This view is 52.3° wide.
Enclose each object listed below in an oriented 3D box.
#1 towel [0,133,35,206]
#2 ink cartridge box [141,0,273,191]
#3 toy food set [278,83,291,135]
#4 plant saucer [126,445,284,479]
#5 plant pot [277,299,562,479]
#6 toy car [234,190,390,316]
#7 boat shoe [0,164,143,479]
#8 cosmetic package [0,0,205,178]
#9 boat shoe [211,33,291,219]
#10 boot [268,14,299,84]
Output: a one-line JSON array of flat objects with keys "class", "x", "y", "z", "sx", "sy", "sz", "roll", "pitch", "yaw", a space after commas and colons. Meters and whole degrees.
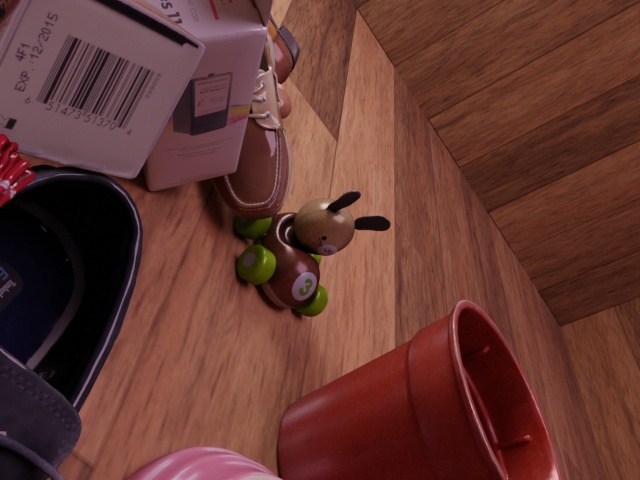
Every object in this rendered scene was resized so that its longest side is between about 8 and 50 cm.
[{"class": "towel", "x": -0.278, "y": 0.036, "z": 0.297, "sx": 0.275, "sy": 0.199, "sz": 0.031, "roll": -75, "pitch": 148, "yaw": -58}, {"class": "ink cartridge box", "x": -0.151, "y": -0.225, "z": 0.676, "sx": 0.353, "sy": 0.119, "sz": 0.207, "roll": 120, "pitch": -47, "yaw": -64}, {"class": "toy food set", "x": -0.097, "y": -0.184, "z": 0.989, "sx": 0.128, "sy": 0.071, "sz": 0.218, "roll": 23, "pitch": 61, "yaw": -36}, {"class": "plant saucer", "x": -0.062, "y": 0.339, "z": 0.564, "sx": 0.332, "sy": 0.084, "sz": 0.332, "roll": 47, "pitch": 28, "yaw": -34}, {"class": "plant pot", "x": 0.110, "y": 0.247, "z": 0.789, "sx": 0.272, "sy": 0.265, "sz": 0.272, "roll": 45, "pitch": 30, "yaw": -35}, {"class": "toy car", "x": 0.000, "y": 0.000, "z": 0.917, "sx": 0.155, "sy": 0.188, "sz": 0.149, "roll": 37, "pitch": 34, "yaw": -45}, {"class": "boat shoe", "x": -0.237, "y": 0.107, "z": 0.363, "sx": 0.187, "sy": 0.156, "sz": 0.500, "roll": 54, "pitch": 26, "yaw": -25}, {"class": "cosmetic package", "x": -0.249, "y": -0.190, "z": 0.519, "sx": 0.296, "sy": 0.129, "sz": 0.153, "roll": 40, "pitch": 16, "yaw": 28}, {"class": "boat shoe", "x": -0.110, "y": -0.187, "z": 0.890, "sx": 0.116, "sy": 0.123, "sz": 0.324, "roll": 84, "pitch": -5, "yaw": -71}, {"class": "boot", "x": -0.167, "y": -0.334, "z": 1.107, "sx": 0.264, "sy": 0.096, "sz": 0.280, "roll": 52, "pitch": 37, "yaw": -27}]
